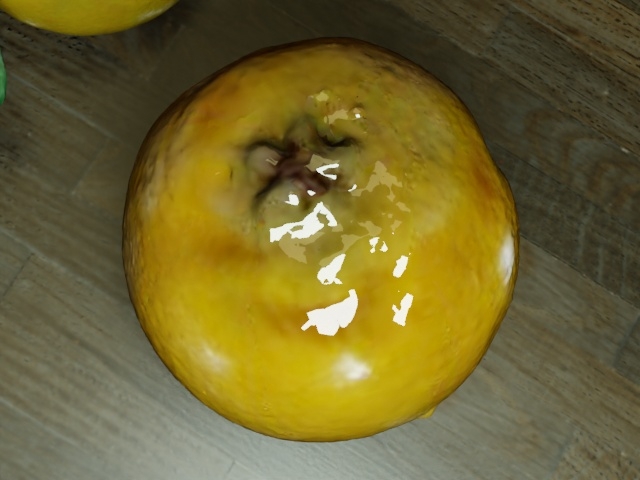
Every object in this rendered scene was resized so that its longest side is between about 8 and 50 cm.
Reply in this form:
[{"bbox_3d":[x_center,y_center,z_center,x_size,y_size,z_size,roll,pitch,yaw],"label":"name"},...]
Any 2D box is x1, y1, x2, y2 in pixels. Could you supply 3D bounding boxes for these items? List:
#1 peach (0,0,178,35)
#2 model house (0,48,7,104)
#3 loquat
[{"bbox_3d":[-0.192,-0.296,1.166,0.251,0.153,0.251,-14,120,-26],"label":"peach"},{"bbox_3d":[-0.433,-0.173,1.022,0.245,0.280,0.312,-10,104,23],"label":"model house"},{"bbox_3d":[0.000,0.000,1.088,0.329,0.328,0.328,1,81,-6],"label":"loquat"}]
